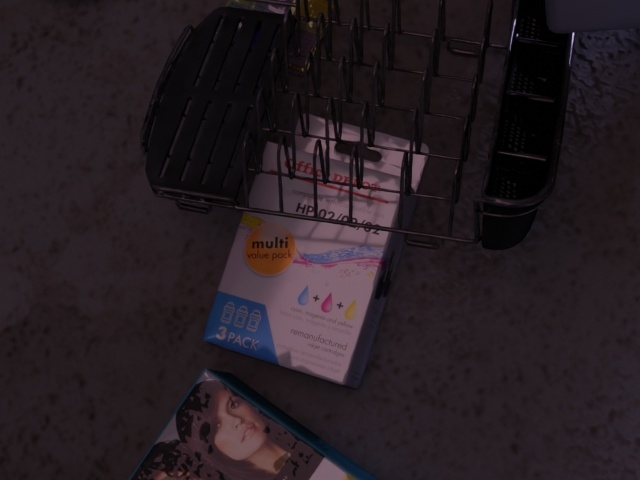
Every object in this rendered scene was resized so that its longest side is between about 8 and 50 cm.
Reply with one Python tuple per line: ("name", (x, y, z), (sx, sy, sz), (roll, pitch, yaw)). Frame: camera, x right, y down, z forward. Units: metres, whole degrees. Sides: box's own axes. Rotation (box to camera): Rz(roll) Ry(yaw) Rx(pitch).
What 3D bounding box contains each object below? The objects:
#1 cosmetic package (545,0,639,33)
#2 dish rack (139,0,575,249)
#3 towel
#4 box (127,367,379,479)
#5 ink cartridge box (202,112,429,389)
("cosmetic package", (0.239, -0.366, 0.712), (0.230, 0.161, 0.453), (-2, 80, 11))
("dish rack", (0.022, -0.096, 0.798), (0.271, 0.074, 0.208), (9, 52, 9))
("towel", (-0.033, -0.163, 0.899), (0.083, 0.009, 0.060), (28, 87, 15))
("box", (-0.001, 0.193, 0.800), (0.244, 0.060, 0.100), (33, 88, 15))
("ink cartridge box", (0.000, 0.000, 0.834), (0.104, 0.061, 0.181), (16, 83, 14))
